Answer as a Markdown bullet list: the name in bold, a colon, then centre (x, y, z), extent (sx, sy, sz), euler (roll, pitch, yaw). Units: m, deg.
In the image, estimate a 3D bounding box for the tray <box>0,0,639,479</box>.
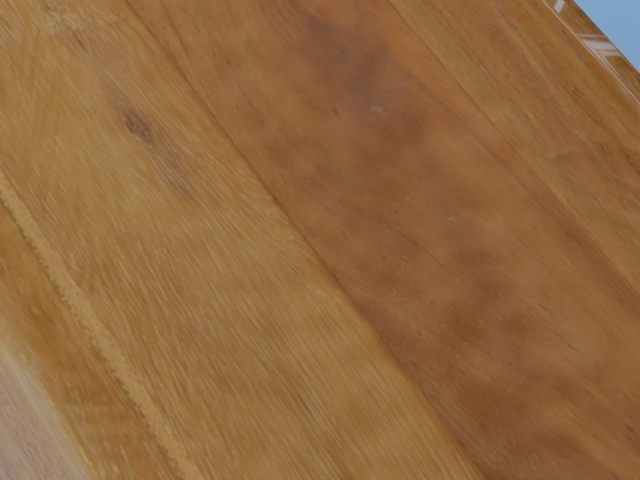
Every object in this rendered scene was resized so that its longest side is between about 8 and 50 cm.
- **tray**: centre (0.000, 0.000, 0.399), extent (0.203, 0.076, 0.411), euler (-18, -120, -34)
